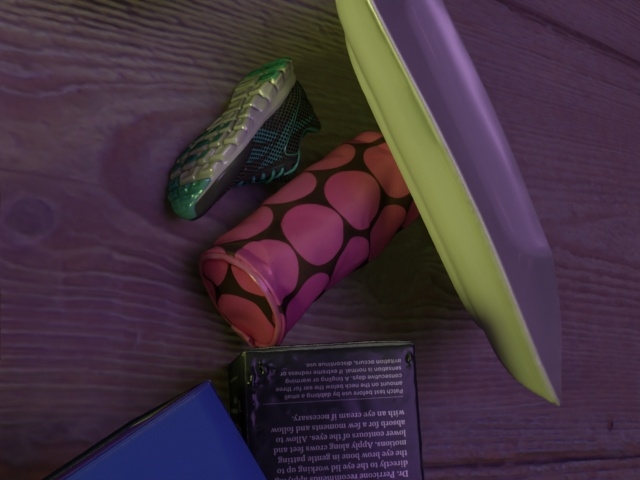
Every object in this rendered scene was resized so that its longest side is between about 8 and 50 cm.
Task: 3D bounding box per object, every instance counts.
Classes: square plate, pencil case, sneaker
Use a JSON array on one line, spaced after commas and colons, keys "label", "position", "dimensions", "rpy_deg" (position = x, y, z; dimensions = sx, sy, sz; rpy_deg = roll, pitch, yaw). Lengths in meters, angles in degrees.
[{"label": "square plate", "position": [0.117, -0.077, 0.749], "dimensions": [0.347, 0.049, 0.344], "rpy_deg": [64, 19, -10]}, {"label": "pencil case", "position": [0.000, 0.000, 0.684], "dimensions": [0.209, 0.095, 0.098], "rpy_deg": [-37, 149, -39]}, {"label": "sneaker", "position": [-0.049, -0.066, 0.673], "dimensions": [0.076, 0.065, 0.166], "rpy_deg": [52, 53, -26]}]

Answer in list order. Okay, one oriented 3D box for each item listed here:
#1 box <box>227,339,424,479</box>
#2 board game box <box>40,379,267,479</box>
[{"label": "box", "position": [0.000, 0.174, 0.576], "dimensions": [0.108, 0.153, 0.207], "rpy_deg": [-2, 81, -9]}, {"label": "board game box", "position": [-0.114, 0.236, 0.325], "dimensions": [0.347, 0.078, 0.233], "rpy_deg": [-29, 88, -50]}]
